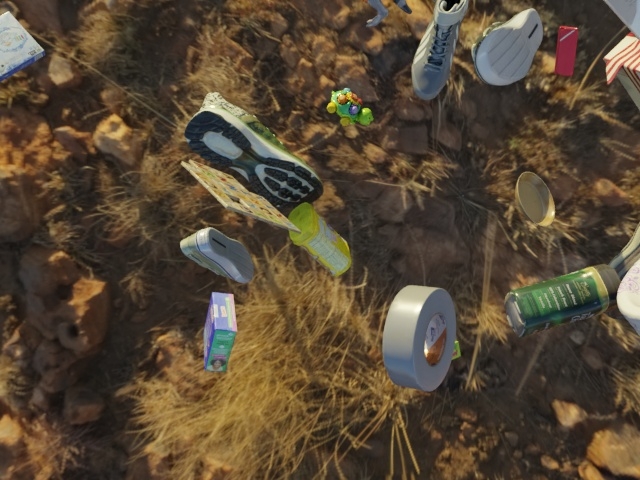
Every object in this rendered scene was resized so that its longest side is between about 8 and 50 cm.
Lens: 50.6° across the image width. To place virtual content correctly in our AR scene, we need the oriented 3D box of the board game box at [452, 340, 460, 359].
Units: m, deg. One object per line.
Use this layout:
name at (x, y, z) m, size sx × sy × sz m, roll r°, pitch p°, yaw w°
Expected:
board game box at (0.284, 0.290, 1.831) m, size 0.092 × 0.181 × 0.043 m, roll -17°, pitch 101°, yaw -25°

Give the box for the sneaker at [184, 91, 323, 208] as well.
sneaker at (-0.143, -0.236, 1.683) m, size 0.158 × 0.182 × 0.410 m, roll -31°, pitch 131°, yaw 31°

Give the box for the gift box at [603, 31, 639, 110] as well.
gift box at (0.893, -0.432, 1.699) m, size 0.276 × 0.255 × 0.258 m, roll -46°, pitch 119°, yaw 4°

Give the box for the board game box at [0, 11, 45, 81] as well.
board game box at (-0.519, -0.317, 1.109) m, size 0.090 × 0.020 × 0.090 m, roll -41°, pitch 89°, yaw -23°

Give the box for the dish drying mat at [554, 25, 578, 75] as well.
dish drying mat at (0.412, -0.317, 1.136) m, size 0.032 × 0.008 × 0.083 m, roll 17°, pitch 134°, yaw 28°

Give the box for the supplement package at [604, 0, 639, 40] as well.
supplement package at (0.601, -0.467, 1.200) m, size 0.293 × 0.175 × 0.177 m, roll 32°, pitch 125°, yaw -28°

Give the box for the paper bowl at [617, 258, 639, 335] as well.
paper bowl at (0.604, 0.073, 0.995) m, size 0.284 × 0.284 × 0.148 m, roll -38°, pitch 94°, yaw 12°

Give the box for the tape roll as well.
tape roll at (0.215, 0.207, 1.447) m, size 0.072 × 0.219 × 0.219 m, roll 5°, pitch 95°, yaw 34°

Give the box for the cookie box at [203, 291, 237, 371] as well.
cookie box at (-0.177, 0.160, 1.182) m, size 0.040 × 0.091 × 0.107 m, roll 5°, pitch 129°, yaw -17°

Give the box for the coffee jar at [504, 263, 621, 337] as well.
coffee jar at (0.415, 0.102, 1.155) m, size 0.184 × 0.096 × 0.079 m, roll -17°, pitch 67°, yaw -1°

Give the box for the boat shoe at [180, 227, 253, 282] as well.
boat shoe at (-0.288, 0.043, 1.934) m, size 0.094 × 0.302 × 0.109 m, roll -10°, pitch 62°, yaw 19°

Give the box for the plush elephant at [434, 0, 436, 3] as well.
plush elephant at (0.212, -0.687, 1.353) m, size 0.255 × 0.272 × 0.330 m, roll -43°, pitch 80°, yaw 33°

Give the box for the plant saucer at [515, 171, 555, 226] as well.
plant saucer at (0.303, -0.057, 0.967) m, size 0.015 × 0.083 × 0.083 m, roll -28°, pitch 87°, yaw 48°

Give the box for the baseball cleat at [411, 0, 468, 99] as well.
baseball cleat at (0.205, -0.353, 1.185) m, size 0.072 × 0.109 × 0.205 m, roll 15°, pitch 95°, yaw 10°

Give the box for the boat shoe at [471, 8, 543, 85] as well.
boat shoe at (0.401, -0.419, 1.518) m, size 0.119 × 0.335 × 0.121 m, roll -14°, pitch 110°, yaw 41°

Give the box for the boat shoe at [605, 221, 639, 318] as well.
boat shoe at (0.787, 0.072, 1.623) m, size 0.132 × 0.130 × 0.355 m, roll -6°, pitch 132°, yaw -21°

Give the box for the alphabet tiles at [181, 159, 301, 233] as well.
alphabet tiles at (-0.169, -0.095, 1.369) m, size 0.237 × 0.198 × 0.009 m, roll 42°, pitch 106°, yaw 42°

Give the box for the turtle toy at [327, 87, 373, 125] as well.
turtle toy at (0.081, -0.351, 1.793) m, size 0.130 × 0.095 × 0.066 m, roll 41°, pitch 127°, yaw -13°

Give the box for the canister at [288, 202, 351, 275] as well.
canister at (0.000, 0.000, 1.718) m, size 0.073 × 0.126 × 0.170 m, roll -34°, pitch 124°, yaw 18°

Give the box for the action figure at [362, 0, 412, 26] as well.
action figure at (0.135, -0.762, 1.831) m, size 0.179 × 0.341 × 0.330 m, roll -7°, pitch 111°, yaw 22°
